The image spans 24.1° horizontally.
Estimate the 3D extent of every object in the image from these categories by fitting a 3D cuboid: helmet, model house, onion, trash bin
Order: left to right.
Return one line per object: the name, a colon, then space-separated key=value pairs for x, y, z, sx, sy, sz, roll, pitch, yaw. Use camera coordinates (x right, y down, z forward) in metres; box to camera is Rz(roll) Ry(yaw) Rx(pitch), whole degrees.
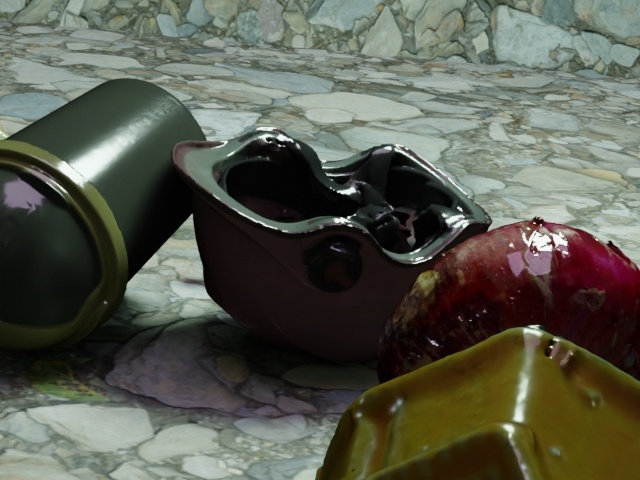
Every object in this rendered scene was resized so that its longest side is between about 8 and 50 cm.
trash bin: x=-0.258 y=-0.022 z=1.486 sx=0.214 sy=0.214 sz=0.334 roll=14 pitch=33 yaw=23
helmet: x=0.000 y=0.015 z=1.531 sx=0.338 sy=0.197 sz=0.271 roll=1 pitch=26 yaw=-23
model house: x=0.101 y=0.193 z=0.935 sx=0.268 sy=0.173 sz=0.239 roll=-31 pitch=20 yaw=28
onion: x=0.171 y=0.102 z=1.278 sx=0.246 sy=0.246 sz=0.190 roll=2 pitch=28 yaw=-14

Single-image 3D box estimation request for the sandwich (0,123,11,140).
sandwich: x=-0.392 y=-0.027 z=1.636 sx=0.288 sy=0.099 sz=0.254 roll=38 pitch=51 yaw=-4
